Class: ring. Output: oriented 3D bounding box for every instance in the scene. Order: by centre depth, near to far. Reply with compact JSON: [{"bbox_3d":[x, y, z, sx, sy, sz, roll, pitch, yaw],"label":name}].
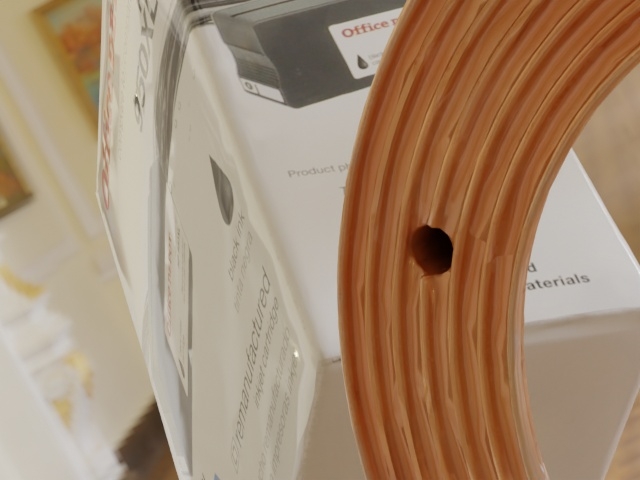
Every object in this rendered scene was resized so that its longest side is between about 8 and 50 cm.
[{"bbox_3d":[0.147,0.040,0.431,0.336,0.337,0.032,-22,1,40],"label":"ring"}]

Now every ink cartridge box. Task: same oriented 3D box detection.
[{"bbox_3d":[0.000,0.000,0.965,0.166,0.395,0.285,-7,-44,-17],"label":"ink cartridge box"}]
